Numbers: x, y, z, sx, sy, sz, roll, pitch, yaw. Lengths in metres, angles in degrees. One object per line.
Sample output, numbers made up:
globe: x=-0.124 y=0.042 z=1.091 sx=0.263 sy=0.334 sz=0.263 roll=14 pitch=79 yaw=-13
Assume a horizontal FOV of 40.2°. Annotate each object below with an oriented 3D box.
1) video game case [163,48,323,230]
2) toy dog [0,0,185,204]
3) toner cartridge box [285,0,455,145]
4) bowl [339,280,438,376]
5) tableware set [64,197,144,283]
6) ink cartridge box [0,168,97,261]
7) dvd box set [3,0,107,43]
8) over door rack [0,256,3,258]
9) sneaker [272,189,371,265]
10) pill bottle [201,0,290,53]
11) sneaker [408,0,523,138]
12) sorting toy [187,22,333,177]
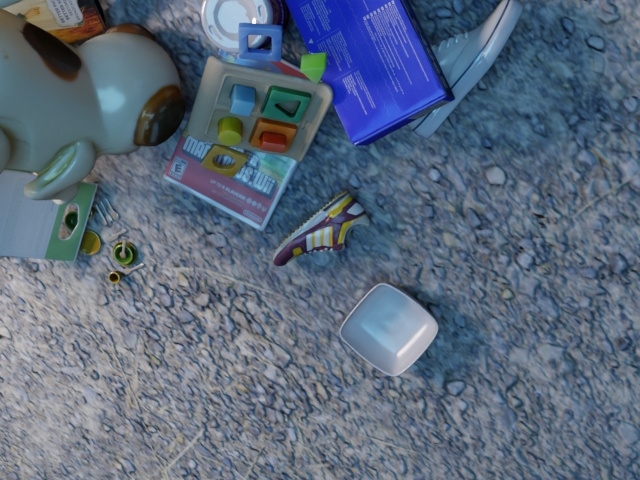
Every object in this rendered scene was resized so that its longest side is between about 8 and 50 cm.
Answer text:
video game case: x=-0.125 y=-0.183 z=1.493 sx=0.204 sy=0.025 sz=0.285 roll=28 pitch=109 yaw=2
toy dog: x=-0.422 y=-0.239 z=1.367 sx=0.284 sy=0.407 sz=0.395 roll=54 pitch=133 yaw=34
toner cartridge box: x=0.057 y=-0.335 z=1.342 sx=0.165 sy=0.075 sz=0.348 roll=-25 pitch=86 yaw=19
bowl: x=0.123 y=0.149 z=1.527 sx=0.142 sy=0.053 sz=0.142 roll=39 pitch=109 yaw=-1
tableware set: x=-0.400 y=0.005 z=1.600 sx=0.104 sy=0.024 sz=0.154 roll=-24 pitch=101 yaw=17
ink cartridge box: x=-0.531 y=-0.053 z=1.533 sx=0.235 sy=0.056 sz=0.171 roll=6 pitch=117 yaw=-36
dvd box set: x=-0.584 y=-0.391 z=1.350 sx=0.420 sy=0.062 sz=0.308 roll=-18 pitch=143 yaw=-2
over door rack: x=-0.686 y=-0.121 z=1.549 sx=0.324 sy=0.108 sz=0.240 roll=25 pitch=109 yaw=-9
sneaker: x=0.000 y=0.000 z=1.498 sx=0.185 sy=0.069 sz=0.084 roll=-41 pitch=90 yaw=19
pill bottle: x=-0.107 y=-0.349 z=1.351 sx=0.108 sy=0.193 sz=0.108 roll=3 pitch=107 yaw=9
sneaker: x=0.208 y=-0.279 z=1.364 sx=0.091 sy=0.094 sz=0.258 roll=36 pitch=110 yaw=-6
sorting toy: x=-0.098 y=-0.188 z=1.354 sx=0.196 sy=0.047 sz=0.348 roll=13 pitch=144 yaw=-13
